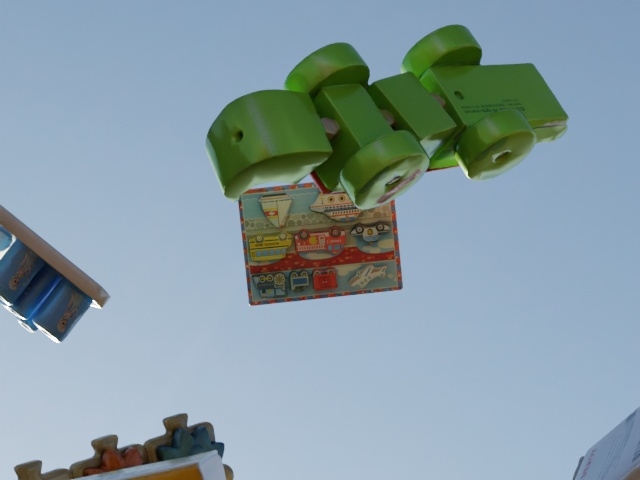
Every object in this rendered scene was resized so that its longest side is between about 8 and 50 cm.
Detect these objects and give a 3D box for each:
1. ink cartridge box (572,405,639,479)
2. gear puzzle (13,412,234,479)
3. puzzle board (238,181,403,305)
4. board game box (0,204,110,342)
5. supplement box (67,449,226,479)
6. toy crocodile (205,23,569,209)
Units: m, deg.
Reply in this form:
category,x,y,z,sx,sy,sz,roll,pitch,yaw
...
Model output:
category,x,y,z,sx,sy,sz,roll,pitch,yaw
ink cartridge box,0.234,0.157,1.211,0.056,0.099,0.135,39,-51,-3
gear puzzle,-0.188,0.256,1.403,0.044,0.175,0.339,-2,8,44
puzzle board,0.000,0.000,1.425,0.128,0.011,0.096,-6,-82,-2
board game box,-0.369,-0.067,1.299,0.390,0.050,0.390,40,-13,-19
supplement box,-0.135,0.344,1.228,0.194,0.356,0.195,-12,-4,-1
toy crocodile,0.064,-0.087,1.347,0.340,0.115,0.105,-14,-27,-43
